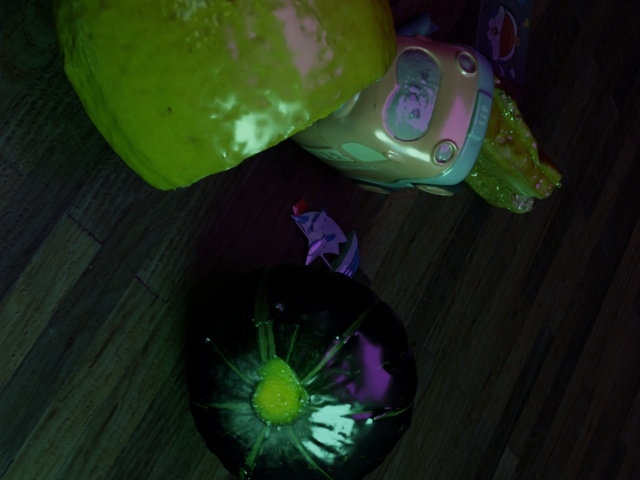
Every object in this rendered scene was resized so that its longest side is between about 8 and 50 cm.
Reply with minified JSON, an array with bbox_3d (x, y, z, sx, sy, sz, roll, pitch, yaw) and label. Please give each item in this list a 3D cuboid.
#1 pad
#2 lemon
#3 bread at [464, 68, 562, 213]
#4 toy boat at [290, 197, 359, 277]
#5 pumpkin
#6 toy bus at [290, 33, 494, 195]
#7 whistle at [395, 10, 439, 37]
[{"bbox_3d":[0.331,-0.415,1.672,0.170,0.006,0.246,7,91,-47],"label":"pad"},{"bbox_3d":[-0.115,-0.254,0.985,0.364,0.364,0.365,-9,102,-46],"label":"lemon"},{"bbox_3d":[0.279,-0.163,1.522,0.380,0.185,0.109,42,73,-43],"label":"bread"},{"bbox_3d":[0.009,-0.001,1.378,0.105,0.034,0.149,-30,105,-37],"label":"toy boat"},{"bbox_3d":[-0.015,0.173,1.207,0.295,0.295,0.296,-9,102,-46],"label":"pumpkin"},{"bbox_3d":[0.075,-0.181,1.242,0.232,0.287,0.194,20,84,-31],"label":"toy bus"},{"bbox_3d":[0.116,-0.303,1.433,0.186,0.039,0.039,-37,121,-37],"label":"whistle"}]
